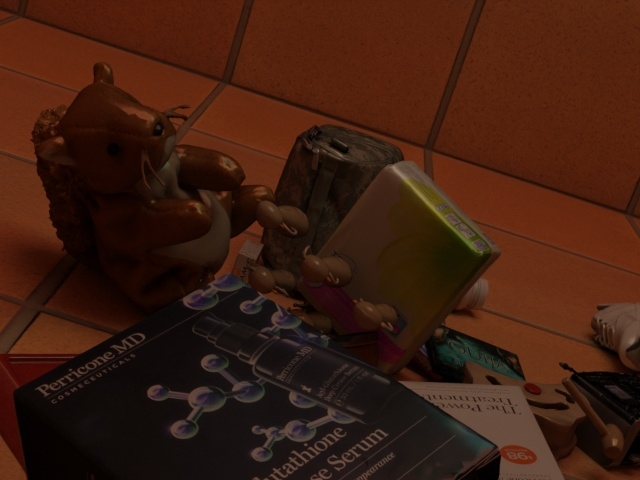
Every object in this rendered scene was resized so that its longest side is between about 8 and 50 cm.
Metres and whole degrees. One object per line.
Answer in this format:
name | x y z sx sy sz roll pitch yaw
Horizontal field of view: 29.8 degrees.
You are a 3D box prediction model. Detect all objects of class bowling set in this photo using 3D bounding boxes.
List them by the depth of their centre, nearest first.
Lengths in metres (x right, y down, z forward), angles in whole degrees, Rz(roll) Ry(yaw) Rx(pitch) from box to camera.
bowling set | -0.036 0.093 1.879 0.287 0.200 0.154 43 10 17

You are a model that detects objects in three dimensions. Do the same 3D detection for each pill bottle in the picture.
pill bottle | 0.248 0.089 2.396 0.160 0.087 0.087 15 18 -13

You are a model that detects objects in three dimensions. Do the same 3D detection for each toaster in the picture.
toaster | 0.495 0.291 1.992 0.168 0.110 0.186 6 22 -37

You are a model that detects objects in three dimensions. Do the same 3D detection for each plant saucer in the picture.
plant saucer | -0.290 0.213 1.541 0.259 0.047 0.259 4 23 -39

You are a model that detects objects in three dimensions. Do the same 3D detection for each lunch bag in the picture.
lunch bag | 0.015 -0.061 2.256 0.213 0.305 0.256 21 16 8

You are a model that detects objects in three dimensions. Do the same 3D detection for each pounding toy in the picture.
pounding toy | 0.353 0.248 1.903 0.270 0.154 0.154 21 22 8

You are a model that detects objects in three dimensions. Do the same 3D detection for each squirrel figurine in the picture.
squirrel figurine | -0.318 -0.088 1.865 0.397 0.281 0.370 10 -30 34

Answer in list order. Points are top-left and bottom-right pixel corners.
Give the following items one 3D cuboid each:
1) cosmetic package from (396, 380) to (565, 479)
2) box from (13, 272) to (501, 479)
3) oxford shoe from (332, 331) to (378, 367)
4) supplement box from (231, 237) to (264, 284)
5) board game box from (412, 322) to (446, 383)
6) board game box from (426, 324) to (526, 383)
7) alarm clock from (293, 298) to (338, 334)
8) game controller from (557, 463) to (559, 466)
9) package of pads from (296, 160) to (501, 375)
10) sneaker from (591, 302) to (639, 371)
cosmetic package | 0.096 0.278 1.526 0.378 0.097 0.284 3 22 -5
box | -0.068 0.253 1.215 0.395 0.211 0.294 30 44 35
oxford shoe | 0.003 0.192 1.871 0.212 0.076 0.076 -6 1 -28
supplement box | -0.134 0.041 2.194 0.036 0.062 0.098 20 18 0
board game box | 0.144 0.131 2.123 0.281 0.027 0.145 45 25 19
board game box | 0.267 0.210 2.061 0.186 0.026 0.126 22 28 -18
alarm clock | 0.045 0.116 2.158 0.129 0.064 0.192 26 16 24
game controller | 0.212 0.331 1.696 0.167 0.067 0.319 12 11 32
package of pads | 0.120 0.043 1.962 0.229 0.296 0.101 47 27 19
sneaker | 0.618 0.196 2.468 0.129 0.111 0.297 6 11 13
